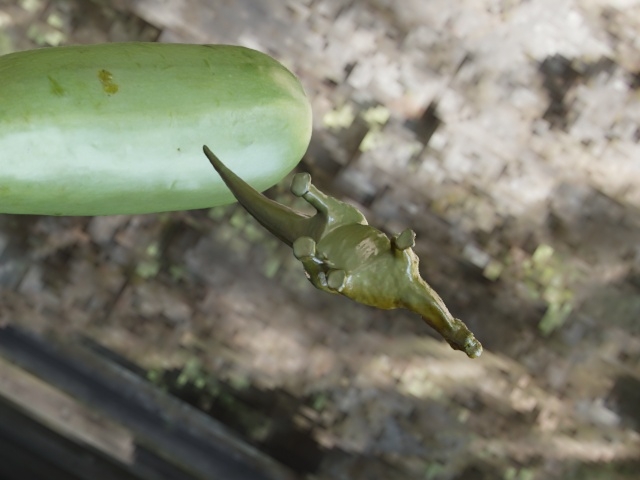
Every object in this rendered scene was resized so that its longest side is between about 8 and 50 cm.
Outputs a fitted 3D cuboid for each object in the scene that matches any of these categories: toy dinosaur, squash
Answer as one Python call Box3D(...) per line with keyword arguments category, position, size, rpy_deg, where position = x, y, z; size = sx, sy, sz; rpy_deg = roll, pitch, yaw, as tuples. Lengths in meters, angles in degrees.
Box3D(category="toy dinosaur", position=(0.000, -0.001, 0.521), size=(0.026, 0.113, 0.041), rpy_deg=(-54, 155, -6))
Box3D(category="squash", position=(-0.155, -0.071, 1.195), size=(0.370, 0.118, 0.118), rpy_deg=(-8, 146, -43))
